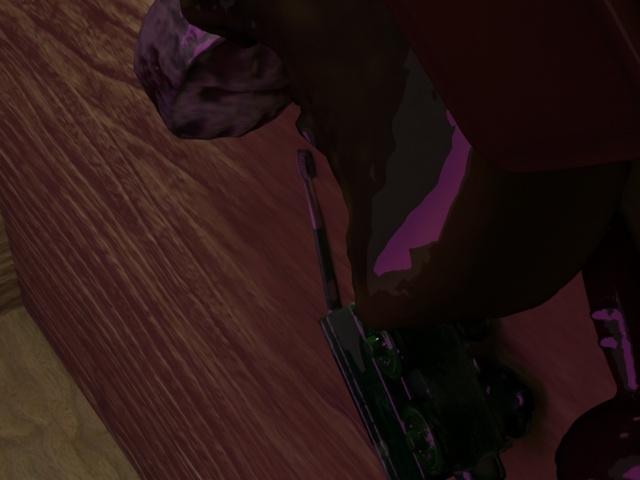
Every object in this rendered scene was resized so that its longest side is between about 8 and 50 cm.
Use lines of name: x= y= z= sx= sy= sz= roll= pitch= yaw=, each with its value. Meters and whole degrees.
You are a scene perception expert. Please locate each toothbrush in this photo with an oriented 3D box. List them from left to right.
toothbrush: x=0.000 y=0.000 z=1.757 sx=0.024 sy=0.018 sz=0.257 roll=23 pitch=130 yaw=51

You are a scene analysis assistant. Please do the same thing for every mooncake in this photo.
mooncake: x=0.075 y=-0.122 z=1.152 sx=0.393 sy=0.246 sz=0.394 roll=14 pitch=109 yaw=51

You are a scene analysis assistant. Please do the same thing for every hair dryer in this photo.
hair dryer: x=0.292 y=0.071 z=1.112 sx=0.312 sy=0.123 sz=0.341 roll=-28 pitch=74 yaw=56

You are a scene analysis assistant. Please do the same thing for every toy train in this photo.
toy train: x=0.122 y=0.152 z=1.466 sx=0.266 sy=0.145 sz=0.202 roll=67 pitch=160 yaw=4

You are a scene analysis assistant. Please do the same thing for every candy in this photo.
candy: x=-0.098 y=-0.221 z=1.520 sx=0.157 sy=0.214 sz=0.289 roll=60 pitch=153 yaw=14

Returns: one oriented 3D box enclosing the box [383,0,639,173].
box: x=0.162 y=-0.235 z=0.830 sx=0.339 sy=0.229 sz=0.239 roll=57 pitch=157 yaw=-13
